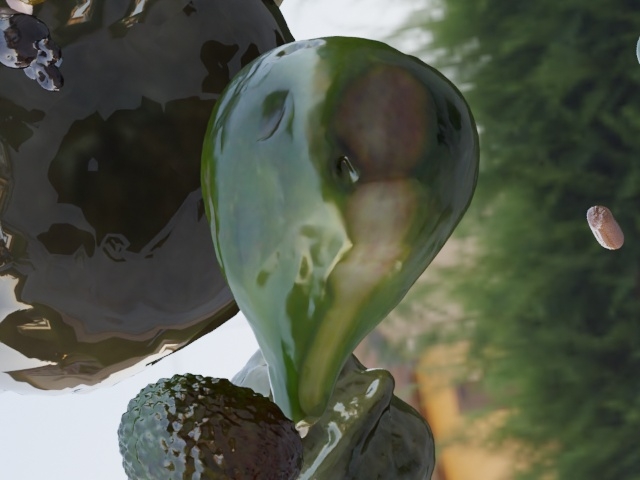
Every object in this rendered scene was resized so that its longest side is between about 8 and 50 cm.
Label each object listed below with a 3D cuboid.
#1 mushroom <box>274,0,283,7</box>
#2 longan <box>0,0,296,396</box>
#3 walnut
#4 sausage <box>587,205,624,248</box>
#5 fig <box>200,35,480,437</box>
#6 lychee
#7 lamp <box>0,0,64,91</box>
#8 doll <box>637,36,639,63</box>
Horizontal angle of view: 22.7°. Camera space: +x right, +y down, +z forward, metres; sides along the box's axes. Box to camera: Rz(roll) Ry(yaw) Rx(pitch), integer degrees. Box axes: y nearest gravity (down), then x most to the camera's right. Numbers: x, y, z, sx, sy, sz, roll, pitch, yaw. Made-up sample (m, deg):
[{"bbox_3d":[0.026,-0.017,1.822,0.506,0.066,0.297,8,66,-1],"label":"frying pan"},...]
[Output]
[{"bbox_3d":[0.024,-0.366,1.654,0.208,0.233,0.302,9,-116,-33],"label":"mushroom"},{"bbox_3d":[-0.220,-0.068,1.427,0.436,0.404,0.404,-36,-53,-25],"label":"longan"},{"bbox_3d":[-0.004,0.271,2.003,0.277,0.282,0.253,-52,-22,-36],"label":"walnut"},{"bbox_3d":[0.356,-0.016,1.993,0.083,0.034,0.034,46,-143,-55],"label":"sausage"},{"bbox_3d":[0.000,0.000,1.120,0.206,0.206,0.275,35,-113,-71],"label":"fig"},{"bbox_3d":[-0.066,0.149,1.038,0.146,0.114,0.114,41,-164,2],"label":"lychee"},{"bbox_3d":[-0.251,-0.190,1.029,0.118,0.253,0.118,-61,-10,-18],"label":"lamp"},{"bbox_3d":[0.463,-0.343,1.881,0.198,0.186,0.322,-36,-54,-26],"label":"doll"}]
